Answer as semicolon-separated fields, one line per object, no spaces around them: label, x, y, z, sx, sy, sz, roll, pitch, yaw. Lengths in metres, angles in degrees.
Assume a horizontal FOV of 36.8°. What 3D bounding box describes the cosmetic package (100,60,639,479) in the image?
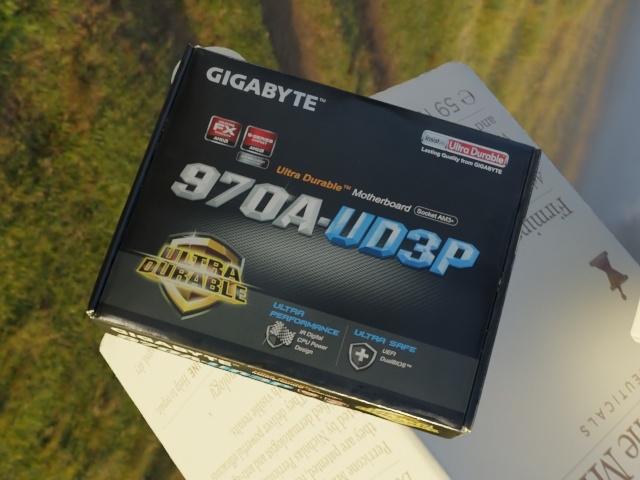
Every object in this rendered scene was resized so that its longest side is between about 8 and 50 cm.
cosmetic package;0.074;0.116;0.869;0.329;0.393;0.327;-29;165;-40

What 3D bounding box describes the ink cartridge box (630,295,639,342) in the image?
ink cartridge box;0.329;-0.022;0.713;0.237;0.100;0.171;-24;129;-53

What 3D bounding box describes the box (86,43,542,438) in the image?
box;0.000;0.000;0.561;0.051;0.220;0.175;101;7;-74

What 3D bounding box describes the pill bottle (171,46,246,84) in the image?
pill bottle;-0.085;-0.101;0.836;0.137;0.078;0.078;84;25;-62
